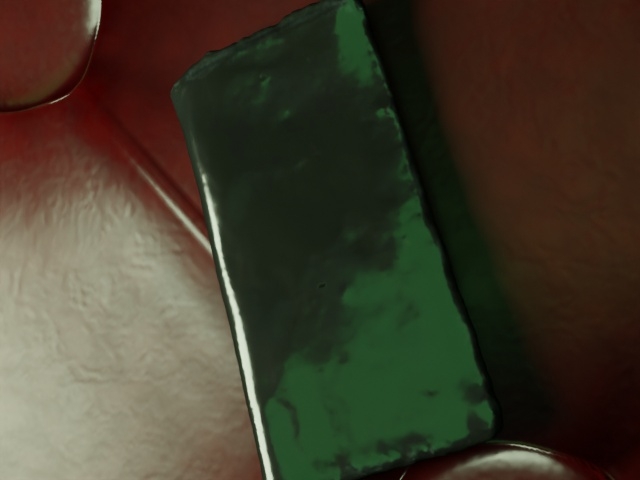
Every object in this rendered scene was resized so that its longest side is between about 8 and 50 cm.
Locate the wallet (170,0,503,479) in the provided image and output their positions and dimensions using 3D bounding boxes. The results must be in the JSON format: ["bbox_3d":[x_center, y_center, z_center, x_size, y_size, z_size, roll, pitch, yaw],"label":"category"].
[{"bbox_3d":[0.000,0.000,0.546,0.146,0.030,0.285,-21,74,18],"label":"wallet"}]
